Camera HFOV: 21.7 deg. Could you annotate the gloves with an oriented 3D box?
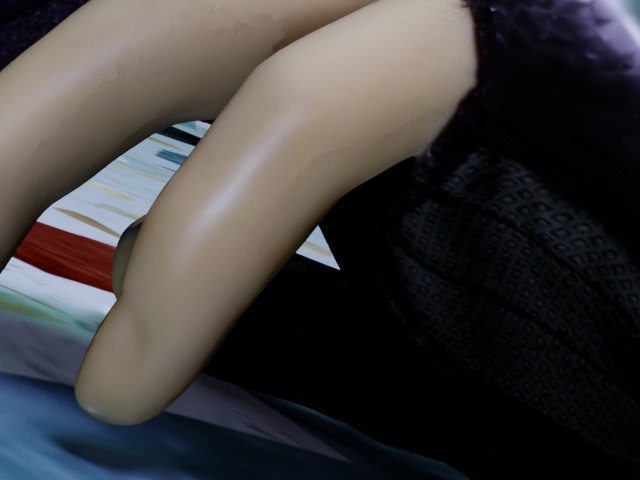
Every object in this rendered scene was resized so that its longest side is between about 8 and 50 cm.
[{"bbox_3d":[0.007,-0.005,0.418,0.301,0.152,0.197,8,-24,3],"label":"gloves"}]
